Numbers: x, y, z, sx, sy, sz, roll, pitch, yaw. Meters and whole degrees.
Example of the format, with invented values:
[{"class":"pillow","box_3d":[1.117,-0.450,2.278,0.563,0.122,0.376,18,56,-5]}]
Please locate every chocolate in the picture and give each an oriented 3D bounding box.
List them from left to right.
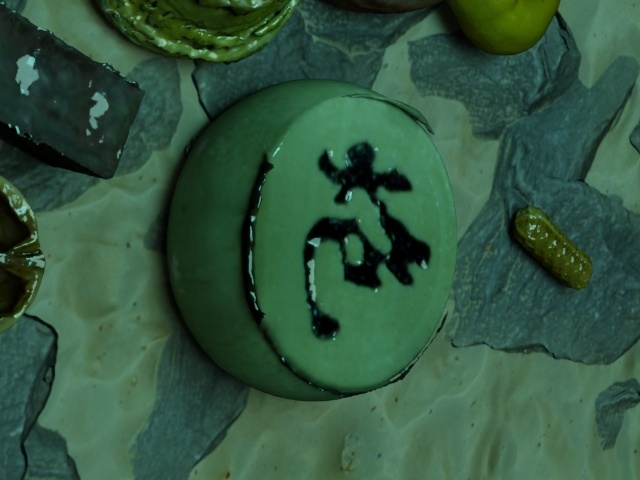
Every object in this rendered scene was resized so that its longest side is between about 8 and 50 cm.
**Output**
[{"class":"chocolate","box_3d":[-0.319,-0.165,1.616,0.321,0.112,0.112,30,74,-42]}]

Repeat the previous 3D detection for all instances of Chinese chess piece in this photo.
[{"class":"Chinese chess piece","box_3d":[0.000,0.000,1.899,0.349,0.146,0.349,-4,96,-43]}]

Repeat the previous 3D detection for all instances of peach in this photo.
[{"class":"peach","box_3d":[0.218,-0.313,2.111,0.179,0.103,0.179,-4,96,-46]}]

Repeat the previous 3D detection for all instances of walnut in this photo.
[{"class":"walnut","box_3d":[-0.359,0.007,1.602,0.211,0.087,0.167,10,93,-41]}]

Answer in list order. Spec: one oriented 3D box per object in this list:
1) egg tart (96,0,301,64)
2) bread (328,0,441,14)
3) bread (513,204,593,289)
[{"class":"egg tart","box_3d":[-0.096,-0.316,1.776,0.294,0.123,0.294,-8,105,-30]},{"class":"bread","box_3d":[0.078,-0.346,1.965,0.244,0.123,0.190,26,77,-41]},{"class":"bread","box_3d":[0.298,0.010,2.246,0.157,0.044,0.052,40,60,-38]}]
